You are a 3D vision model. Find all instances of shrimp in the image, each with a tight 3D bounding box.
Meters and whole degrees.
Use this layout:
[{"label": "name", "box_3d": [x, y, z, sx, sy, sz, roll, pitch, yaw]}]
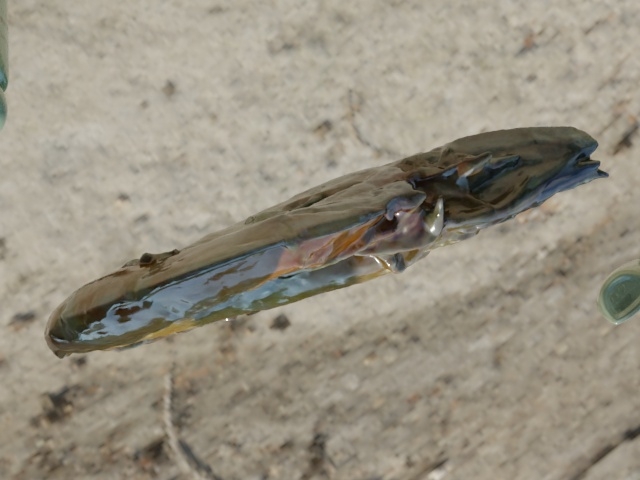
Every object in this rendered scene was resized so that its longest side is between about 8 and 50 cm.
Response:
[{"label": "shrimp", "box_3d": [0.000, 0.000, 0.684, 0.317, 0.062, 0.164, -20, 179, 3]}]

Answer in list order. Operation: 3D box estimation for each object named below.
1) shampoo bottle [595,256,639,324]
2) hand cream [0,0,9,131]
[{"label": "shampoo bottle", "box_3d": [0.330, 0.051, 1.384, 0.072, 0.049, 0.212, -49, 169, 13]}, {"label": "hand cream", "box_3d": [-0.346, -0.234, 1.239, 0.093, 0.305, 0.147, -14, 155, 16]}]
